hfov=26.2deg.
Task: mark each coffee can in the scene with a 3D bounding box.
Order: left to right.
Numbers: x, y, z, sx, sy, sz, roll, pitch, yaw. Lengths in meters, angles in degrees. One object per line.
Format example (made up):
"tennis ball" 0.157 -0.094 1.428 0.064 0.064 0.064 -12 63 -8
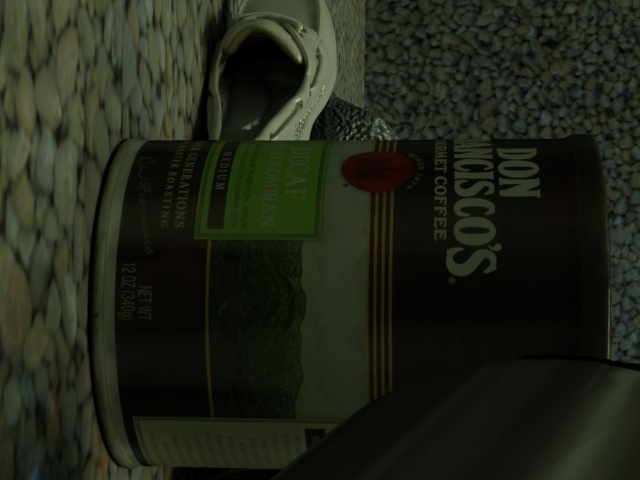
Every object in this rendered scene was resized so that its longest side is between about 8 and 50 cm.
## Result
"coffee can" 0.022 0.038 0.816 0.201 0.275 0.201 0 90 -85

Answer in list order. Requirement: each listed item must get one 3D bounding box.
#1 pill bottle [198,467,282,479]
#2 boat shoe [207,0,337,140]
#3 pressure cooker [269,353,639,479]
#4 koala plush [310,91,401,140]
"pill bottle" -0.034 0.195 1.064 0.219 0.123 0.122 -73 162 -74
"boat shoe" -0.040 -0.143 1.117 0.096 0.098 0.277 86 8 -49
"pressure cooker" 0.052 0.254 0.508 0.420 0.370 0.375 -27 117 -65
"koala plush" 0.000 0.000 1.185 0.221 0.196 0.203 -82 159 -56
